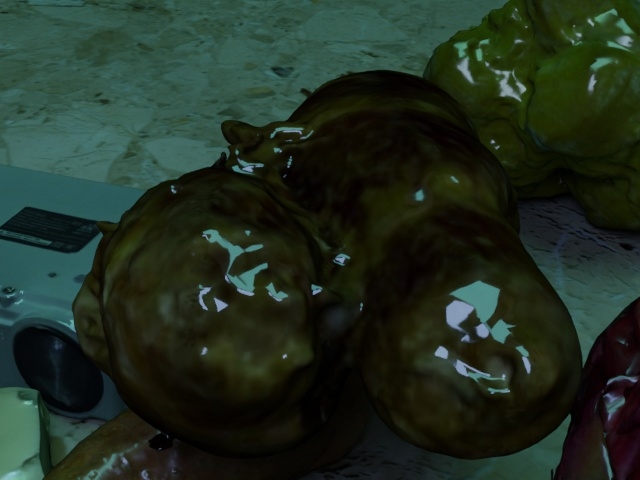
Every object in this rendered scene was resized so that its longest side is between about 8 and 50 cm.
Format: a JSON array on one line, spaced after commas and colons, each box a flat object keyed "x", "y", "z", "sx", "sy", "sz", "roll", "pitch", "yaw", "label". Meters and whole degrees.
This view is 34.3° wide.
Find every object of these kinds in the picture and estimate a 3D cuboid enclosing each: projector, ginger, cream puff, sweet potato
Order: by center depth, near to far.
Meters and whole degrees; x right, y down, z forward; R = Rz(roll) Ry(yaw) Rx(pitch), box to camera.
[{"x": 0.000, "y": 0.000, "z": 0.606, "sx": 0.254, "sy": 0.176, "sz": 0.418, "roll": -1, "pitch": 19, "yaw": 6, "label": "ginger"}, {"x": -0.070, "y": 0.131, "z": 0.638, "sx": 0.251, "sy": 0.097, "sz": 0.097, "roll": -22, "pitch": 38, "yaw": -36, "label": "sweet potato"}, {"x": -0.216, "y": 0.027, "z": 0.802, "sx": 0.256, "sy": 0.099, "sz": 0.192, "roll": 11, "pitch": 35, "yaw": 19, "label": "projector"}, {"x": 0.266, "y": -0.126, "z": 0.951, "sx": 0.323, "sy": 0.270, "sz": 0.274, "roll": -31, "pitch": 77, "yaw": -38, "label": "cream puff"}]

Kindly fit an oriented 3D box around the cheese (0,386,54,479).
[{"x": -0.290, "y": 0.157, "z": 0.637, "sx": 0.251, "sy": 0.054, "sz": 0.127, "roll": -9, "pitch": 30, "yaw": -13, "label": "cheese"}]

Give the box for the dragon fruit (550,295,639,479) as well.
[{"x": 0.243, "y": 0.139, "z": 0.420, "sx": 0.329, "sy": 0.329, "sz": 0.329, "roll": 0, "pitch": 32, "yaw": 0, "label": "dragon fruit"}]
